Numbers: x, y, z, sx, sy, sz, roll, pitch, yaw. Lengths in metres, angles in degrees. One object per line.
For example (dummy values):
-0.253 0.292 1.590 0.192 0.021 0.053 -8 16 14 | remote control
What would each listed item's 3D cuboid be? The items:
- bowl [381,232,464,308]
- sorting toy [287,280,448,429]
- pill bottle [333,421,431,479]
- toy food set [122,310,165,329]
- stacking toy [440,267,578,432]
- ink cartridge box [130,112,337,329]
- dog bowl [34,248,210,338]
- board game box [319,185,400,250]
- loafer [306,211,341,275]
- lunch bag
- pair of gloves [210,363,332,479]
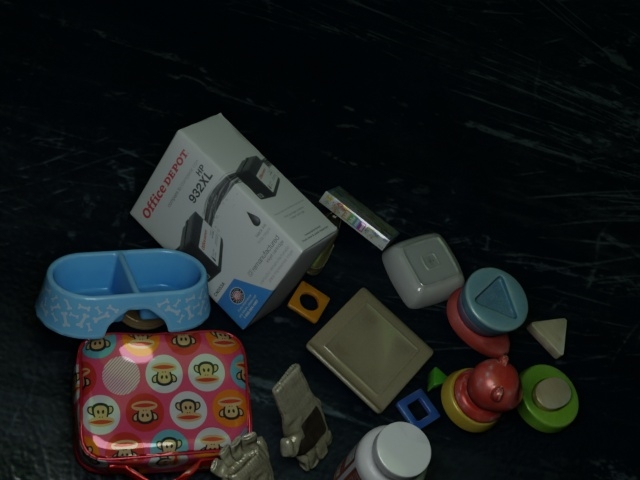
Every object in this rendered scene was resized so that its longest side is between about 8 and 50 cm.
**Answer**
0.205 0.050 2.123 0.142 0.053 0.142 -16 66 -25 | bowl
0.086 0.202 2.006 0.348 0.047 0.196 43 52 6 | sorting toy
0.105 0.377 1.810 0.121 0.216 0.121 7 60 -13 | pill bottle
-0.317 0.098 1.952 0.192 0.038 0.132 -5 70 -25 | toy food set
0.374 0.202 2.021 0.280 0.130 0.308 14 57 -17 | stacking toy
-0.159 -0.035 1.944 0.307 0.223 0.129 45 36 10 | ink cartridge box
-0.325 0.082 1.841 0.297 0.074 0.166 -4 34 -24 | dog bowl
0.076 -0.045 2.116 0.154 0.026 0.103 38 16 7 | board game box
0.000 0.000 2.090 0.056 0.050 0.148 22 56 -2 | loafer
-0.259 0.283 1.811 0.293 0.120 0.258 1 62 -17 | lunch bag
-0.072 0.345 1.811 0.042 0.204 0.240 11 52 38 | pair of gloves
